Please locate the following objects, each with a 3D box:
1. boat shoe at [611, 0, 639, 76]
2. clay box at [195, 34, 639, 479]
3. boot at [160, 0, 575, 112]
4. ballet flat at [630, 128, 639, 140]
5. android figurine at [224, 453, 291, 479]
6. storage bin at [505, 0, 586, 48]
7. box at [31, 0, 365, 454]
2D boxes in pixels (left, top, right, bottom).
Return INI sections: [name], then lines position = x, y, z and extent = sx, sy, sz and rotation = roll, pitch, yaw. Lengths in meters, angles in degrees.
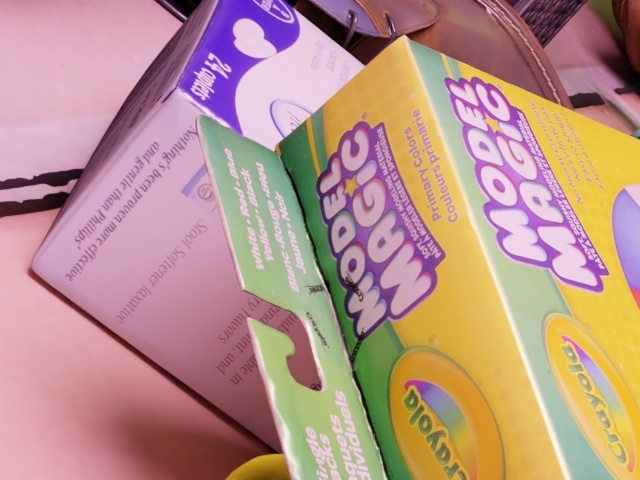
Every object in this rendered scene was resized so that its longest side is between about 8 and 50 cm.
[boat shoe]
position = 0.243, -0.159, 1.249
extent = 0.104, 0.110, 0.307
rotation = 44, 11, 18
[clay box]
position = 0.075, 0.032, 0.452
extent = 0.222, 0.053, 0.127
rotation = 18, 44, -44
[boot]
position = 0.013, -0.078, 0.753
extent = 0.219, 0.082, 0.106
rotation = 44, 42, -6
[ballet flat]
position = 0.250, -0.034, 1.039
extent = 0.241, 0.091, 0.077
rotation = -4, 71, -57
[android figurine]
position = 0.072, 0.149, 0.404
extent = 0.273, 0.056, 0.248
rotation = 8, 39, -52
[storage bin]
position = 0.096, -0.180, 0.911
extent = 0.122, 0.180, 0.084
rotation = 47, 21, 14
[box]
position = 0.000, 0.000, 0.544
extent = 0.137, 0.072, 0.126
rotation = 38, 22, -11
